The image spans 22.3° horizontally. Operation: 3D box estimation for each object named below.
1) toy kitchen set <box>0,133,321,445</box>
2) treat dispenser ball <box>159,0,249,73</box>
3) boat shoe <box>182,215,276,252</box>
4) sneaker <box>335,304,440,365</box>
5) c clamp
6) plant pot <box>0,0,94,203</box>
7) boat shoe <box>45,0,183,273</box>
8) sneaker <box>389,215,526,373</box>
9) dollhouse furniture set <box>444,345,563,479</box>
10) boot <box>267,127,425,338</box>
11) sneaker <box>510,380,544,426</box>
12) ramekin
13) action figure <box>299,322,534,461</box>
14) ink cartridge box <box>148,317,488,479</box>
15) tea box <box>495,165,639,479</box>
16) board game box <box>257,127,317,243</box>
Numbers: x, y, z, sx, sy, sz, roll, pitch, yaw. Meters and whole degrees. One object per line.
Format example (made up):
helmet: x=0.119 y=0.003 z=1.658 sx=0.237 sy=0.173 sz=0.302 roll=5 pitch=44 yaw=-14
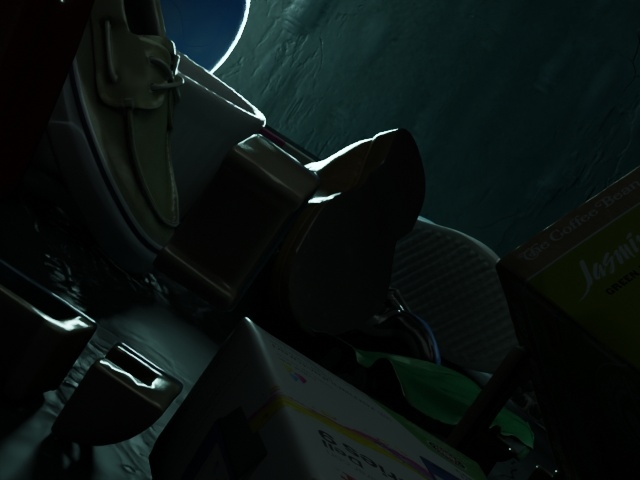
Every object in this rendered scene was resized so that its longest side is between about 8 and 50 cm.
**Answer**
toy kitchen set: x=-0.129 y=-0.020 z=0.801 sx=0.207 sy=0.166 sz=0.122 roll=34 pitch=6 yaw=-1
treat dispenser ball: x=-0.232 y=-0.321 z=2.046 sx=0.288 sy=0.288 sz=0.288 roll=34 pitch=6 yaw=-4
boat shoe: x=-0.094 y=-0.013 z=1.503 sx=0.152 sy=0.049 sz=0.056 roll=35 pitch=-14 yaw=52
sneaker: x=0.029 y=0.075 z=1.467 sx=0.188 sy=0.067 sz=0.078 roll=39 pitch=29 yaw=25
c clamp: x=0.091 y=0.088 z=1.570 sx=0.137 sy=0.022 sz=0.160 roll=61 pitch=-5 yaw=-14
plant pot: x=-0.265 y=-0.183 z=1.033 sx=0.267 sy=0.236 sz=0.267 roll=34 pitch=6 yaw=-6
boat shoe: x=-0.154 y=-0.126 z=1.221 sx=0.109 sy=0.094 sz=0.302 roll=25 pitch=45 yaw=-67
sneaker: x=0.153 y=0.049 z=1.922 sx=0.150 sy=0.135 sz=0.366 roll=21 pitch=14 yaw=-46
dollhouse furniture set: x=0.170 y=0.167 z=1.135 sx=0.151 sy=0.123 sz=0.144 roll=36 pitch=6 yaw=14
boot: x=0.000 y=0.000 z=1.438 sx=0.305 sy=0.115 sz=0.112 roll=-56 pitch=132 yaw=-57
sneaker: x=0.312 y=0.207 z=1.838 sx=0.275 sy=0.107 sz=0.110 roll=35 pitch=-20 yaw=19
ramekin: x=-0.198 y=-0.129 z=1.441 sx=0.277 sy=0.135 sz=0.277 roll=34 pitch=5 yaw=-4
action figure: x=0.096 y=0.134 z=1.281 sx=0.232 sy=0.063 sz=0.137 roll=24 pitch=9 yaw=-40
ink cartridge box: x=0.016 y=0.136 z=0.713 sx=0.154 sy=0.093 sz=0.212 roll=33 pitch=8 yaw=-15
tea box: x=0.327 y=0.145 z=1.117 sx=0.323 sy=0.220 sz=0.329 roll=42 pitch=-21 yaw=49
board game box: x=-0.040 y=-0.049 z=1.725 sx=0.224 sy=0.097 sz=0.303 roll=34 pitch=-1 yaw=-5
